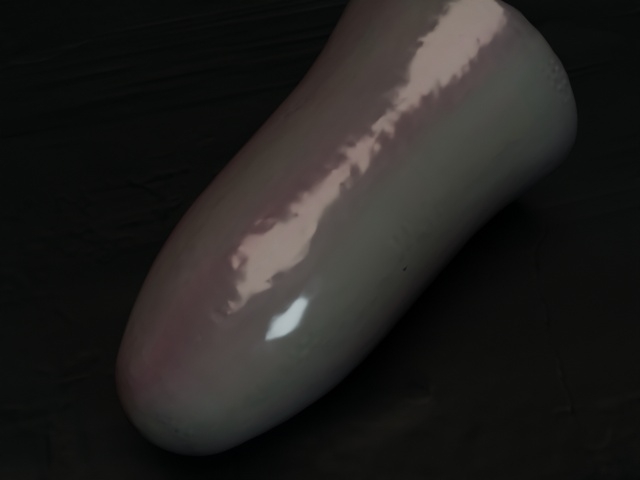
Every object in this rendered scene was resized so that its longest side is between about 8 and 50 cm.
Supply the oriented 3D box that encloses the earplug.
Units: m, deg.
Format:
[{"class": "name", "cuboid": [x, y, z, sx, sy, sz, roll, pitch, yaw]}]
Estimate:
[{"class": "earplug", "cuboid": [0.000, 0.000, 0.595, 0.172, 0.172, 0.301, 29, 64, 24]}]
